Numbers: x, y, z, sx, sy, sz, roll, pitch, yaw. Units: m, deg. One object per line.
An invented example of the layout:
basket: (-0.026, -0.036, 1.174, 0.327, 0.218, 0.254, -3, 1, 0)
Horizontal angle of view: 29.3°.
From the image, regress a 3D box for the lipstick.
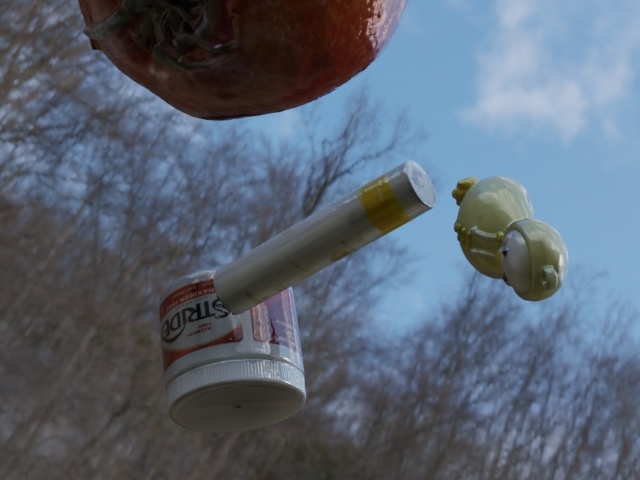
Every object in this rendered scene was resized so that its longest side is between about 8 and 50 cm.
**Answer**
lipstick: (0.000, 0.000, 1.301, 0.264, 0.059, 0.059, -29, -62, 25)

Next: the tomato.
tomato: (-0.051, -0.194, 0.799, 0.232, 0.188, 0.232, 14, -59, 24)

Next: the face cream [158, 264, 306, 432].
face cream: (-0.129, 0.157, 1.771, 0.201, 0.187, 0.201, -7, -29, -4)

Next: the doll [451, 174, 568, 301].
doll: (0.246, -0.001, 1.611, 0.117, 0.296, 0.141, -1, -71, -6)
